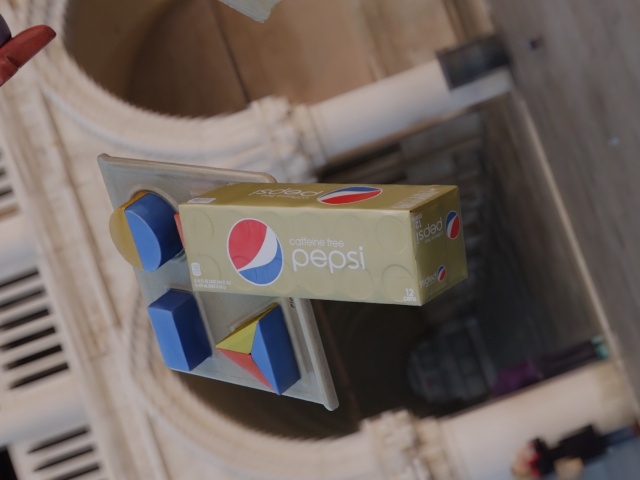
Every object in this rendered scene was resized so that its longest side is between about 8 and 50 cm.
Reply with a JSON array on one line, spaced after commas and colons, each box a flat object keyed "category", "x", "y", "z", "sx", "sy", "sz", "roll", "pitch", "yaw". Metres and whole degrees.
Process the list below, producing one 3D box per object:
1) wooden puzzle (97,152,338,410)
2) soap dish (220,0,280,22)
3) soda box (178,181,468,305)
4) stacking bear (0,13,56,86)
[{"category": "wooden puzzle", "x": -0.147, "y": 0.058, "z": 1.967, "sx": 0.348, "sy": 0.080, "sz": 0.322, "roll": 12, "pitch": 126, "yaw": 44}, {"category": "soap dish", "x": -0.089, "y": -0.401, "z": 1.579, "sx": 0.229, "sy": 0.291, "sz": 0.118, "roll": 26, "pitch": 165, "yaw": -32}, {"category": "soda box", "x": 0.000, "y": 0.000, "z": 0.986, "sx": 0.058, "sy": 0.181, "sz": 0.061, "roll": -26, "pitch": -67, "yaw": -50}, {"category": "stacking bear", "x": -0.504, "y": -0.304, "z": 1.963, "sx": 0.289, "sy": 0.164, "sz": 0.175, "roll": 50, "pitch": -146, "yaw": -14}]
